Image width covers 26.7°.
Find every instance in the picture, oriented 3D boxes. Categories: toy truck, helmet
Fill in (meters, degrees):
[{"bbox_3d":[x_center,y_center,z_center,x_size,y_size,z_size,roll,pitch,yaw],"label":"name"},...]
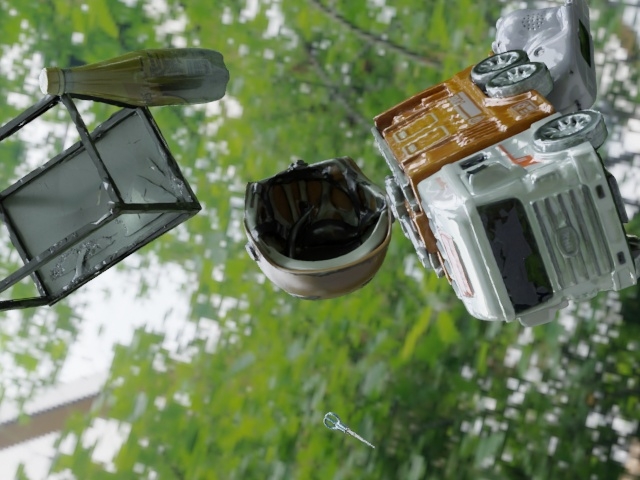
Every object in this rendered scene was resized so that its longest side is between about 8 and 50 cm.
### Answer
[{"bbox_3d":[0.176,-0.056,1.387,0.387,0.207,0.173,-109,-4,-69],"label":"toy truck"},{"bbox_3d":[0.000,0.000,1.766,0.130,0.198,0.224,81,167,-48],"label":"helmet"}]

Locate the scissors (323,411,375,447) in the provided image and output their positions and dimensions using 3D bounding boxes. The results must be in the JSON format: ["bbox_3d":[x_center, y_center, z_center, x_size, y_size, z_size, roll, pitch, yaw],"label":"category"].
[{"bbox_3d":[0.042,0.269,1.900,0.006,0.083,0.036,-53,-10,-40],"label":"scissors"}]

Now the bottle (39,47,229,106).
[{"bbox_3d":[-0.261,-0.227,1.893,0.269,0.083,0.083,-6,-67,-29],"label":"bottle"}]

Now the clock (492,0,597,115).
[{"bbox_3d":[0.257,-0.208,1.585,0.080,0.117,0.176,42,-139,-45],"label":"clock"}]

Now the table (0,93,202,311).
[{"bbox_3d":[-0.421,-0.057,2.113,0.222,0.335,0.272,62,-161,10],"label":"table"}]
